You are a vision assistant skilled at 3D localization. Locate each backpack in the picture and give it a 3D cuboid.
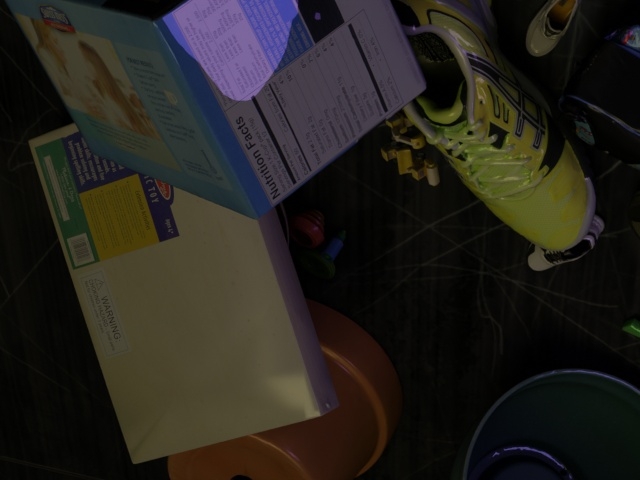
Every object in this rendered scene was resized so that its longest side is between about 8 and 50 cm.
[{"bbox_3d":[0.319,-0.134,1.687,0.158,0.173,0.117,30,90,2],"label":"backpack"}]

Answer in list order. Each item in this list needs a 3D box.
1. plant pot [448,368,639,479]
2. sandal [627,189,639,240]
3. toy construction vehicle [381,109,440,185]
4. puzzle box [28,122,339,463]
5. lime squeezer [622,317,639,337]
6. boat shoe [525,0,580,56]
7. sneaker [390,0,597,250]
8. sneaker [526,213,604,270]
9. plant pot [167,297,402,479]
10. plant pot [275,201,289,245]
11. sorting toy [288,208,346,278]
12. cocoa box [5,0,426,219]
[{"bbox_3d":[0.273,0.313,2.013,0.293,0.293,0.196,33,159,-6],"label":"plant pot"},{"bbox_3d":[0.471,-0.013,1.767,0.302,0.086,0.120,19,140,28],"label":"sandal"},{"bbox_3d":[0.090,-0.102,1.842,0.098,0.035,0.086,47,155,48],"label":"toy construction vehicle"},{"bbox_3d":[-0.160,0.033,1.948,0.272,0.052,0.409,-17,91,29],"label":"puzzle box"},{"bbox_3d":[0.488,0.184,1.938,0.310,0.059,0.110,40,132,-14],"label":"lime squeezer"},{"bbox_3d":[0.236,-0.220,1.718,0.035,0.035,0.100,31,133,-4],"label":"boat shoe"},{"bbox_3d":[0.155,-0.123,1.759,0.145,0.147,0.385,-22,118,33],"label":"sneaker"},{"bbox_3d":[0.268,0.008,1.892,0.040,0.044,0.109,40,134,-15],"label":"sneaker"},{"bbox_3d":[-0.062,0.238,2.118,0.291,0.203,0.291,11,131,13],"label":"plant pot"},{"bbox_3d":[-0.137,-0.036,2.016,0.236,0.032,0.236,15,127,21],"label":"plant pot"},{"bbox_3d":[0.000,0.000,2.008,0.061,0.042,0.102,15,146,32],"label":"sorting toy"},{"bbox_3d":[-0.114,-0.202,1.652,0.347,0.228,0.231,22,145,53],"label":"cocoa box"}]
